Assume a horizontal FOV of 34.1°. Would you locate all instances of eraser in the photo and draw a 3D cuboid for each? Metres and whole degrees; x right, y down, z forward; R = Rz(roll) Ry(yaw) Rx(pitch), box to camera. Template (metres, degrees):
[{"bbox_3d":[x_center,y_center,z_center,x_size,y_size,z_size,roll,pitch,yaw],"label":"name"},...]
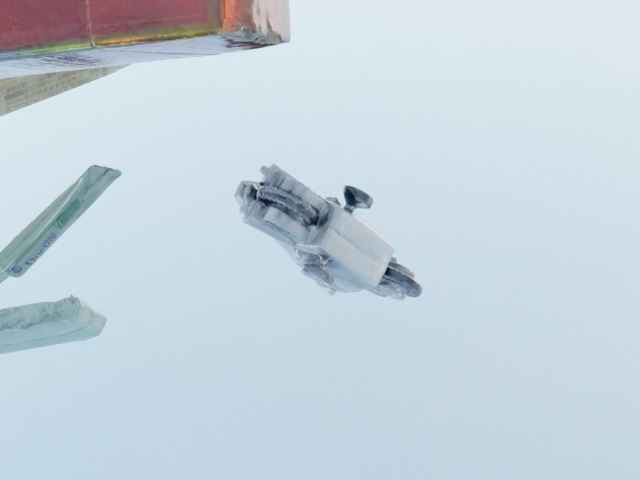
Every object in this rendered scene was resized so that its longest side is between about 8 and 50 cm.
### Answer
[{"bbox_3d":[-0.517,-0.348,2.004,0.343,0.078,0.144,-30,-129,-34],"label":"eraser"}]

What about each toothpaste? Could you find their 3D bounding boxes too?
[{"bbox_3d":[-0.334,-0.019,1.294,0.218,0.064,0.041,-41,-109,17],"label":"toothpaste"}]

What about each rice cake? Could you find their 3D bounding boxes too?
[{"bbox_3d":[-0.369,0.107,1.226,0.226,0.085,0.040,-11,-110,11],"label":"rice cake"}]

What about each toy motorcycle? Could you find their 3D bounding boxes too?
[{"bbox_3d":[0.000,0.000,1.225,0.171,0.260,0.110,12,-107,51],"label":"toy motorcycle"}]

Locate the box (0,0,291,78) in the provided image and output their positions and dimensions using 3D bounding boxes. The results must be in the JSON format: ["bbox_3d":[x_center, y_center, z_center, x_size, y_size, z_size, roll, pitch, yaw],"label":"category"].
[{"bbox_3d":[-0.177,-0.210,0.668,0.313,0.197,0.089,-1,-177,27],"label":"box"}]
